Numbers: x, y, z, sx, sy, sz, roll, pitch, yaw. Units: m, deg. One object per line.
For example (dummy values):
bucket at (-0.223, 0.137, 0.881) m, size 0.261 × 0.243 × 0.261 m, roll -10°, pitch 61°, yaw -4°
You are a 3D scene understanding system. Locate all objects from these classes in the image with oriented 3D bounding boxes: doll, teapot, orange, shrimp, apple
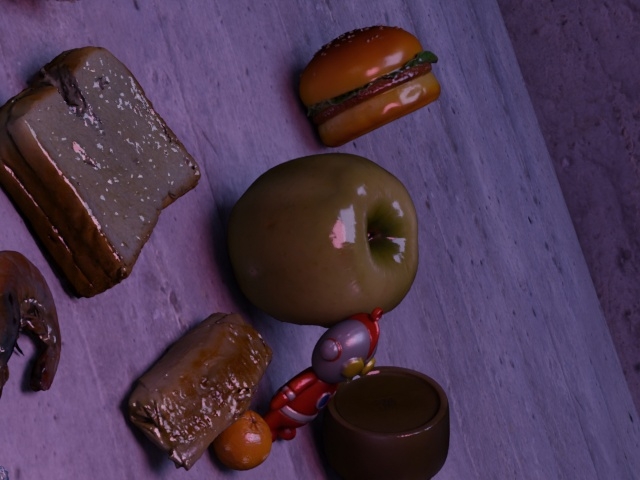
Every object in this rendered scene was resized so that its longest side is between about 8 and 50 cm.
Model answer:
doll at (0.007, 0.182, 2.026) m, size 0.076 × 0.245 × 0.142 m, roll 50°, pitch 18°, yaw 20°
teapot at (0.091, 0.296, 2.187) m, size 0.268 × 0.185 × 0.175 m, roll -121°, pitch -152°, yaw -57°
orange at (-0.101, 0.259, 1.936) m, size 0.083 × 0.070 × 0.083 m, roll 34°, pitch 24°, yaw -17°
shrimp at (-0.333, 0.116, 1.632) m, size 0.143 × 0.052 × 0.251 m, roll 53°, pitch 29°, yaw -34°
apple at (0.000, 0.000, 2.098) m, size 0.279 × 0.279 × 0.279 m, roll 42°, pitch 37°, yaw -42°

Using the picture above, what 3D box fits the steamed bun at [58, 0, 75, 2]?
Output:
steamed bun at (-0.380, -0.418, 1.852) m, size 0.225 × 0.170 × 0.200 m, roll 58°, pitch -8°, yaw 14°

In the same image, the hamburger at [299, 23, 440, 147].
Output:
hamburger at (0.077, -0.271, 2.500) m, size 0.170 × 0.246 × 0.246 m, roll 63°, pitch 27°, yaw -6°

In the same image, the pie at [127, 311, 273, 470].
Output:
pie at (-0.153, 0.187, 1.892) m, size 0.128 × 0.068 × 0.282 m, roll 47°, pitch 31°, yaw -4°

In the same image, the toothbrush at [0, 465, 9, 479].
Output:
toothbrush at (-0.263, 0.357, 1.610) m, size 0.418 × 0.040 × 0.042 m, roll 56°, pitch 27°, yaw -33°

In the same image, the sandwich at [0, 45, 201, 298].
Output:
sandwich at (-0.285, -0.101, 1.839) m, size 0.249 × 0.095 × 0.273 m, roll 56°, pitch 30°, yaw -17°
